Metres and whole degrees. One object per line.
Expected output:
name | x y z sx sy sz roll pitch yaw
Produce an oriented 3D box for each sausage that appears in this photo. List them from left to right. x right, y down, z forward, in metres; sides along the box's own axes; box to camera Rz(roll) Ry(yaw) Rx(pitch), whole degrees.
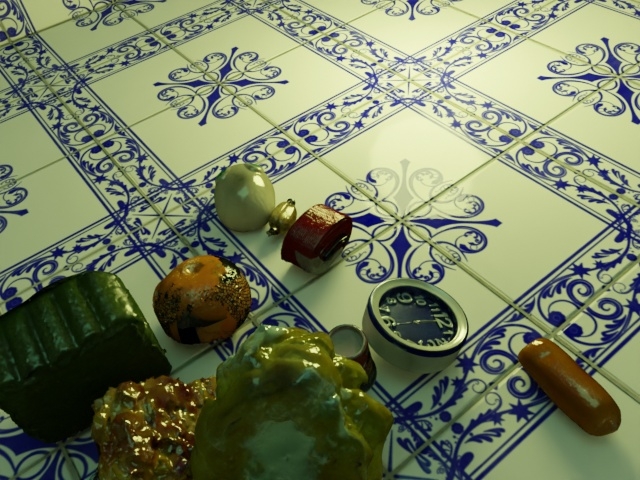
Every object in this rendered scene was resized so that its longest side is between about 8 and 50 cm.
sausage | 0.508 0.296 1.205 0.098 0.098 0.238 -25 48 -15

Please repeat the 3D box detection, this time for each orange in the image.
orange | -0.283 0.138 1.407 0.234 0.182 0.235 -12 37 9

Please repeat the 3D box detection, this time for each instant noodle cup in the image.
instant noodle cup | 0.060 0.253 1.273 0.127 0.136 0.127 -3 48 4

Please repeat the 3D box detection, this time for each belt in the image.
belt | 0.000 0.000 1.524 0.124 0.128 0.201 25 54 29

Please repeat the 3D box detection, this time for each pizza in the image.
pizza | -0.309 0.376 1.142 0.277 0.114 0.409 41 27 5

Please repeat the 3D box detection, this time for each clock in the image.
clock | 0.209 0.186 1.312 0.230 0.083 0.230 11 35 -8

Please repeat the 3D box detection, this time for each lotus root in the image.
lotus root | -0.107 -0.057 1.635 0.072 0.063 0.152 42 48 -10

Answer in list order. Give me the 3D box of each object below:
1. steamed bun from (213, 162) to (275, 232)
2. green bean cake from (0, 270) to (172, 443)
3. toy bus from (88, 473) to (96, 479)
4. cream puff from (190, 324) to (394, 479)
steamed bun | -0.221 -0.138 1.681 0.177 0.131 0.228 -12 49 -1
green bean cake | -0.512 0.237 1.245 0.319 0.335 0.218 -27 59 -20
toy bus | -0.464 0.543 1.098 0.297 0.106 0.131 -24 51 -12
cream puff | -0.045 0.336 1.112 0.377 0.379 0.275 -3 9 5
